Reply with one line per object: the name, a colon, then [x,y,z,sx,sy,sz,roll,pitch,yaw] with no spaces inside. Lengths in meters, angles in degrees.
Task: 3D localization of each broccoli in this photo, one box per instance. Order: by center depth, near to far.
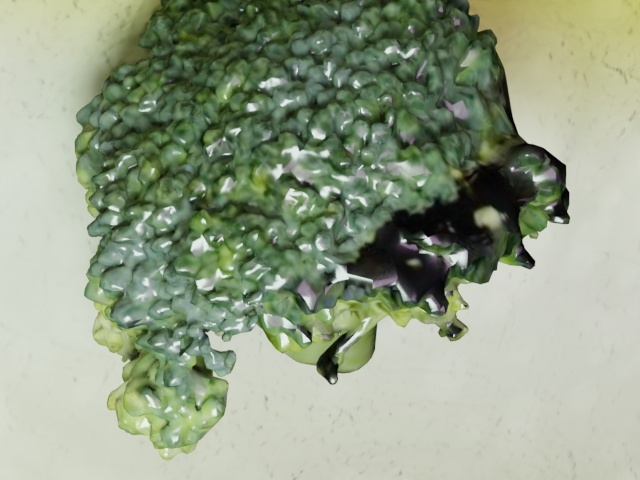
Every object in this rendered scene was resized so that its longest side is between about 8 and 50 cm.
broccoli: [0.000,0.000,0.997,0.243,0.247,0.263,79,22,-63]
